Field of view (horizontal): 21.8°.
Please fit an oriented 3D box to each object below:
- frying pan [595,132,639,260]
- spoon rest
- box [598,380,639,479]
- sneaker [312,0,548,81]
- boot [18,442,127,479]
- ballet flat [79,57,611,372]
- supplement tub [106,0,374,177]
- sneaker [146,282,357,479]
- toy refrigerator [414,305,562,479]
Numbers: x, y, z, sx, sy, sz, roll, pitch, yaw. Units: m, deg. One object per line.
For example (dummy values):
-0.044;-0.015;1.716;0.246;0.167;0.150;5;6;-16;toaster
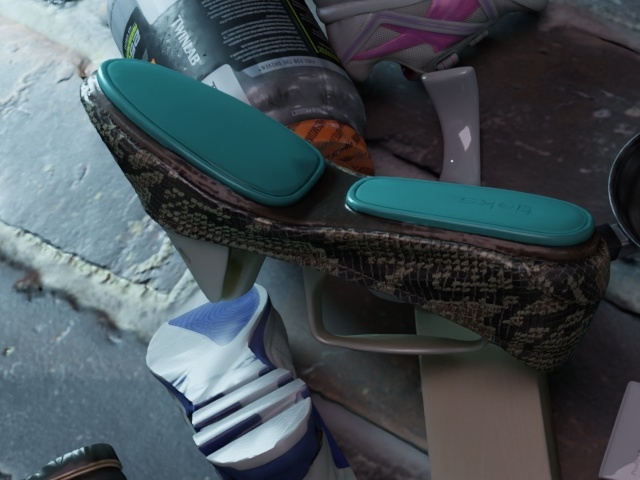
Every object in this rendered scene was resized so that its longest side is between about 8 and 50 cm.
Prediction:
0.315;0.001;1.488;0.326;0.053;0.197;-39;58;-24;frying pan
0.114;-0.043;1.565;0.137;0.084;0.276;-7;45;23;spoon rest
0.323;0.199;1.343;0.170;0.130;0.091;12;63;23;box
0.114;-0.224;1.699;0.252;0.111;0.103;-9;18;-11;sneaker
-0.250;0.283;1.487;0.198;0.077;0.137;-30;61;-3;boot
0.000;0.000;1.413;0.482;0.182;0.164;19;26;13;ballet flat
-0.077;-0.153;1.642;0.193;0.193;0.316;-27;54;-2;supplement tub
-0.052;0.178;1.468;0.127;0.182;0.315;-25;26;-3;sneaker
0.150;0.179;1.430;0.102;0.094;0.270;-13;54;12;toy refrigerator
